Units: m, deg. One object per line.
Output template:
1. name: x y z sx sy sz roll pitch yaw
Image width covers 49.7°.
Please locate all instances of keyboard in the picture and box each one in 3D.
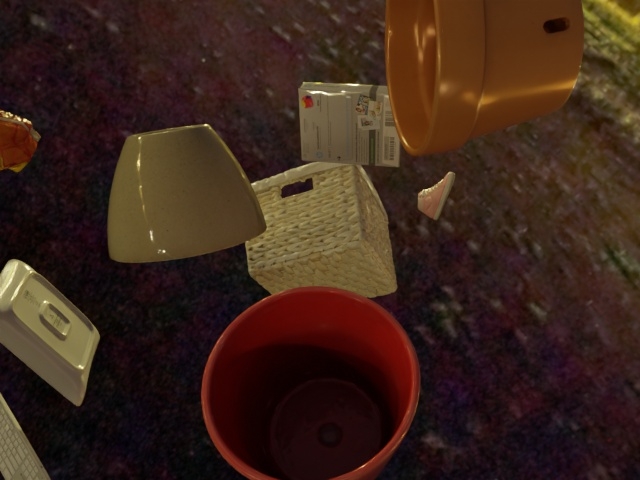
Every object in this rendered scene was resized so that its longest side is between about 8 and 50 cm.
1. keyboard: -0.484 0.320 1.072 0.256 0.072 0.014 43 10 29

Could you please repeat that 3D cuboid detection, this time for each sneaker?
1. sneaker: 0.279 -0.118 1.698 0.070 0.134 0.051 28 37 14
2. sneaker: -0.366 -0.113 0.795 0.064 0.067 0.175 21 -8 -3

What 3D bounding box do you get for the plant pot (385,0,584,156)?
1. plant pot: 0.214 -0.267 0.931 0.204 0.290 0.290 -6 45 -5

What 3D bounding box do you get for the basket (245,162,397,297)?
1. basket: 0.000 0.000 1.795 0.331 0.329 0.266 51 27 -57

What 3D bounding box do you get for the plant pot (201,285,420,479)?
1. plant pot: -0.001 0.236 0.954 0.275 0.243 0.274 -3 57 5

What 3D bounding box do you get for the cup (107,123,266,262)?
1. cup: -0.293 -0.112 1.434 0.331 0.331 0.236 -26 111 -55

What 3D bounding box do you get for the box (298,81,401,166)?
1. box: 0.056 -0.211 1.267 0.186 0.145 0.038 4 32 11

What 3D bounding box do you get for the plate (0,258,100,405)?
1. plate: -0.571 0.178 1.455 0.278 0.045 0.277 50 8 -23
